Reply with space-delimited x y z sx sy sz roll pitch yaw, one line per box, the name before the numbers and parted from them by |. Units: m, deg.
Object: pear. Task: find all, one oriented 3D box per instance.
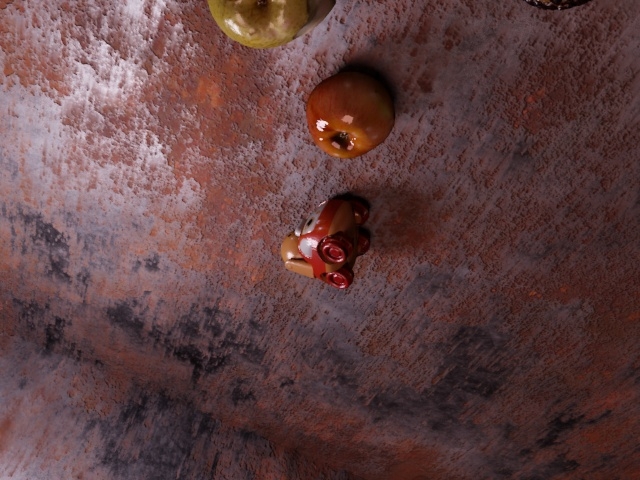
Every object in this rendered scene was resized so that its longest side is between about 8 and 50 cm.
pear | -0.106 -0.503 1.409 0.271 0.271 0.271 10 139 9

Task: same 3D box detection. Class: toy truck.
toy truck | 0.000 0.000 1.985 0.239 0.189 0.265 15 140 17

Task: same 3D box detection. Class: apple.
apple | 0.067 -0.283 1.653 0.209 0.164 0.210 11 142 9

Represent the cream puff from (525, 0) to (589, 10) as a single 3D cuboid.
cream puff | 0.419 -0.514 1.265 0.238 0.165 0.239 8 140 7
